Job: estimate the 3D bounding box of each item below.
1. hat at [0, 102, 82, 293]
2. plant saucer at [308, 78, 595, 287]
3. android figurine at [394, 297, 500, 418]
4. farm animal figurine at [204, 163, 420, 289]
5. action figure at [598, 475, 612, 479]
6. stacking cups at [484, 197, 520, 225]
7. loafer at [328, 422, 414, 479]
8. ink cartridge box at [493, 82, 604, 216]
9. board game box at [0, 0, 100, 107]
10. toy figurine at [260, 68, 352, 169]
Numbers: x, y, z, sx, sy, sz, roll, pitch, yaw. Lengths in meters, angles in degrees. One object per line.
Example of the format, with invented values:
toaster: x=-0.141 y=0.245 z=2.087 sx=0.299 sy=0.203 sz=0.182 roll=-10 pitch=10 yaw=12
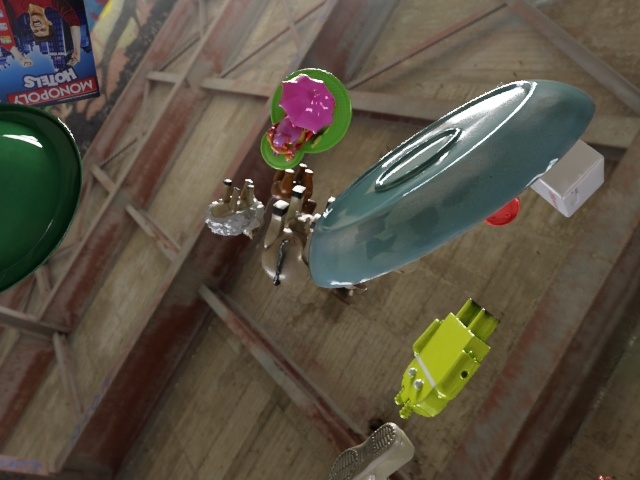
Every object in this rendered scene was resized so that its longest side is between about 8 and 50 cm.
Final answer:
hat: x=-0.279 y=-0.056 z=0.314 sx=0.172 sy=0.184 sz=0.209 roll=-15 pitch=-113 yaw=-1
plant saucer: x=0.107 y=-0.070 z=0.506 sx=0.317 sy=0.044 sz=0.318 roll=-35 pitch=-169 yaw=8
android figurine: x=0.246 y=0.243 z=1.005 sx=0.273 sy=0.056 sz=0.248 roll=-52 pitch=-175 yaw=7
farm animal figurine: x=0.000 y=0.000 z=0.919 sx=0.330 sy=0.326 sz=0.172 roll=28 pitch=-62 yaw=24
action figure: x=0.438 y=0.394 z=0.788 sx=0.038 sy=0.115 sz=0.030 roll=-42 pitch=-127 yaw=20
stacking cups: x=0.278 y=-0.121 z=0.901 sx=0.096 sy=0.096 sz=0.316 roll=-45 pitch=-166 yaw=17
loafer: x=0.115 y=0.525 z=1.147 sx=0.268 sy=0.092 sz=0.102 roll=-48 pitch=-166 yaw=31
ink cartridge box: x=0.489 y=-0.200 z=1.124 sx=0.117 sy=0.201 sz=0.278 roll=-47 pitch=-118 yaw=14
board game box: x=-0.328 y=-0.178 z=0.480 sx=0.060 sy=0.194 sz=0.194 roll=50 pitch=-35 yaw=29
toy figurine: x=-0.034 y=-0.174 z=0.715 sx=0.173 sy=0.130 sz=0.159 roll=-48 pitch=-176 yaw=10
